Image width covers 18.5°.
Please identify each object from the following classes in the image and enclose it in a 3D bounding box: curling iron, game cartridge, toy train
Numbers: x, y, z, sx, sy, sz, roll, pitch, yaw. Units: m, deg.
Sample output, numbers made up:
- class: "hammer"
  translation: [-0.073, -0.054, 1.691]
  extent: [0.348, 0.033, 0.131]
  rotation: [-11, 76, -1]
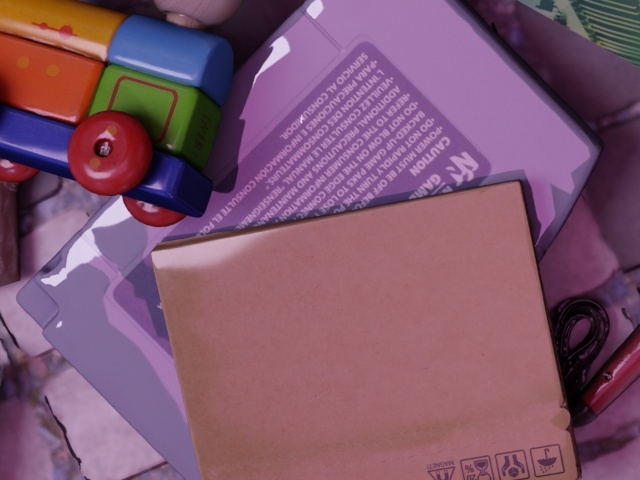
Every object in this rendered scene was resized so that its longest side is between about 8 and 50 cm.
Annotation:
- class: "curling iron"
  translation: [0.206, 0.001, 1.043]
  extent: [0.274, 0.035, 0.068]
  rotation: [-42, 92, 13]
- class: "game cartridge"
  translation: [0.000, 0.000, 1.066]
  extent: [0.294, 0.060, 0.196]
  rotation: [-44, 87, 13]
- class: "toy train"
  translation: [-0.161, -0.108, 1.019]
  extent: [0.248, 0.105, 0.143]
  rotation: [17, 84, 15]

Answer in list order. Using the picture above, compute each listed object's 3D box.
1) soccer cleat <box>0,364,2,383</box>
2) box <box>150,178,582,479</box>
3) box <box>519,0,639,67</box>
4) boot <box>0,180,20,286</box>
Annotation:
- class: "soccer cleat"
  translation: [-0.334, 0.054, 1.107]
  extent: [0.331, 0.116, 0.143]
  rotation: [26, 83, 3]
- class: "box"
  translation: [0.024, 0.064, 1.037]
  extent: [0.201, 0.021, 0.164]
  rotation: [-11, 98, 10]
- class: "box"
  translation: [0.178, -0.232, 0.924]
  extent: [0.232, 0.058, 0.322]
  rotation: [29, 134, 3]
- class: "boot"
  translation: [-0.166, -0.021, 1.094]
  extent: [0.106, 0.037, 0.114]
  rotation: [9, 98, 20]
